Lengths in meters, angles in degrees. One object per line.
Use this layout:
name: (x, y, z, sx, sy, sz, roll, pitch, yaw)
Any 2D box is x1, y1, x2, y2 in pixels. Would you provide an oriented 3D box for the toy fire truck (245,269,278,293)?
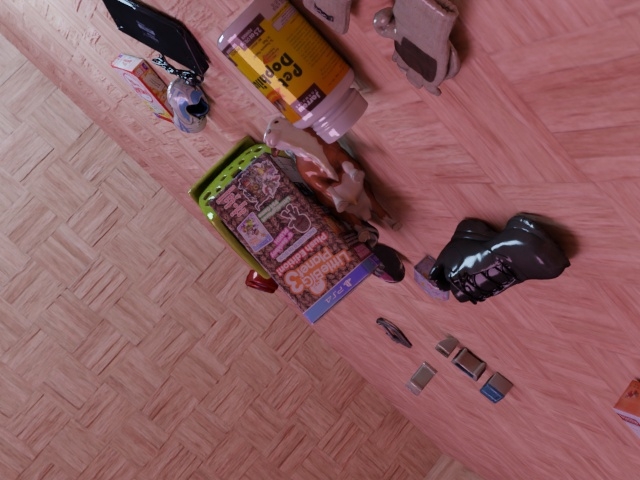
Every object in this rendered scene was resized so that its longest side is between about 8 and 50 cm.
toy fire truck: (-0.086, 0.090, 2.456, 0.253, 0.169, 0.302, 18, 170, -5)

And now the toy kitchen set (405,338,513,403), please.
toy kitchen set: (0.345, 0.371, 2.009, 0.207, 0.166, 0.122, 39, 168, 14)

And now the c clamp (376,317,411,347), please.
c clamp: (0.219, 0.286, 2.457, 0.137, 0.022, 0.161, 31, 165, 42)

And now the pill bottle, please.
pill bottle: (-0.034, -0.241, 1.122, 0.215, 0.117, 0.117, 44, 168, -14)

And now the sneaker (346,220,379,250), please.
sneaker: (0.057, -0.010, 1.714, 0.163, 0.086, 0.226, 41, 172, 28)

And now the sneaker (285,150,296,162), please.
sneaker: (-0.045, -0.174, 1.605, 0.083, 0.032, 0.037, 37, 168, 18)

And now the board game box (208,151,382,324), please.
board game box: (-0.038, -0.010, 1.501, 0.291, 0.141, 0.232, 49, -171, 4)

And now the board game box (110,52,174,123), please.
board game box: (-0.435, -0.387, 2.037, 0.146, 0.045, 0.193, 26, 161, 51)

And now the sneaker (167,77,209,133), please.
sneaker: (-0.293, -0.297, 1.832, 0.086, 0.085, 0.237, 32, 170, 8)

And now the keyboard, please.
keyboard: (-0.337, -0.418, 1.658, 0.317, 0.033, 0.201, 34, 160, 34)

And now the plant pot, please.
plant pot: (-0.150, -0.089, 1.805, 0.207, 0.227, 0.228, 37, 169, 49)

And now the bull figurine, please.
bull figurine: (0.023, -0.110, 1.405, 0.310, 0.101, 0.188, 39, -171, -51)

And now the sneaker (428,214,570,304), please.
sneaker: (0.260, 0.041, 1.186, 0.109, 0.130, 0.286, 45, 166, -10)

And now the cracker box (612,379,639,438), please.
cracker box: (0.610, 0.337, 1.297, 0.232, 0.067, 0.155, 45, 167, -21)

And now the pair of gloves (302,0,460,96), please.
pair of gloves: (0.064, -0.270, 0.897, 0.240, 0.042, 0.204, 40, 172, 17)

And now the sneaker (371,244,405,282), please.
sneaker: (0.138, 0.048, 1.786, 0.077, 0.072, 0.178, 36, -178, -40)

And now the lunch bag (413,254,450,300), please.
lunch bag: (0.231, 0.080, 1.602, 0.083, 0.053, 0.071, 46, 169, 25)
